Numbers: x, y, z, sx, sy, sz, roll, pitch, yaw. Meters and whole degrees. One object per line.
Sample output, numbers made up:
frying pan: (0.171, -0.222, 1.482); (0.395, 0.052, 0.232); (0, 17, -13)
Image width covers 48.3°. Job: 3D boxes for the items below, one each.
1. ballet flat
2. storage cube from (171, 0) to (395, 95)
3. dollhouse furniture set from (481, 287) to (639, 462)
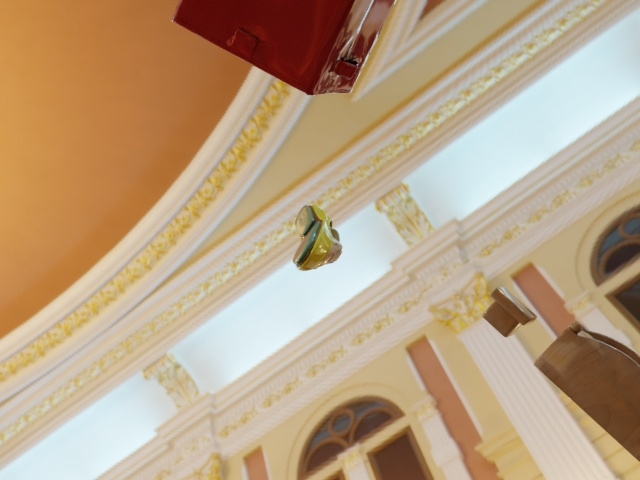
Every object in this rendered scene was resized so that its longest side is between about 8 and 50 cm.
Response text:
ballet flat: (0.000, 0.000, 1.209); (0.077, 0.231, 0.077); (32, -74, -13)
storage cube: (-0.026, -0.300, 0.837); (0.215, 0.184, 0.193); (31, -70, 9)
dollhouse furniture set: (0.395, 0.130, 0.790); (0.174, 0.355, 0.303); (-51, -21, 15)
